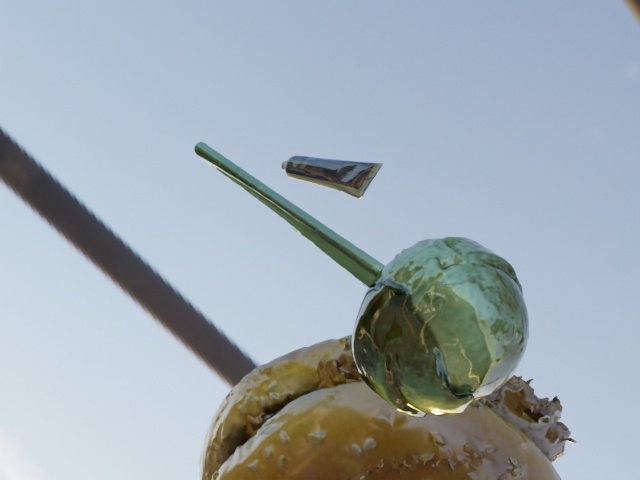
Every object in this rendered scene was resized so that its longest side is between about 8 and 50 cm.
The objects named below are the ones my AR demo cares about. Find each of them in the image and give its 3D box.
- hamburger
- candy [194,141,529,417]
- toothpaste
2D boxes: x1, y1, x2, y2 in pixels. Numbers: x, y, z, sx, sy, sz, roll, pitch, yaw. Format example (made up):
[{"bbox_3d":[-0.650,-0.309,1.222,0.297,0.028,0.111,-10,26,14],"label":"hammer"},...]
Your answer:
[{"bbox_3d":[0.036,0.130,0.526,0.182,0.191,0.118,52,8,-30],"label":"hamburger"},{"bbox_3d":[0.000,0.000,0.417,0.202,0.061,0.061,36,-39,47],"label":"candy"},{"bbox_3d":[0.005,-0.061,0.988,0.021,0.037,0.140,40,-15,-34],"label":"toothpaste"}]
